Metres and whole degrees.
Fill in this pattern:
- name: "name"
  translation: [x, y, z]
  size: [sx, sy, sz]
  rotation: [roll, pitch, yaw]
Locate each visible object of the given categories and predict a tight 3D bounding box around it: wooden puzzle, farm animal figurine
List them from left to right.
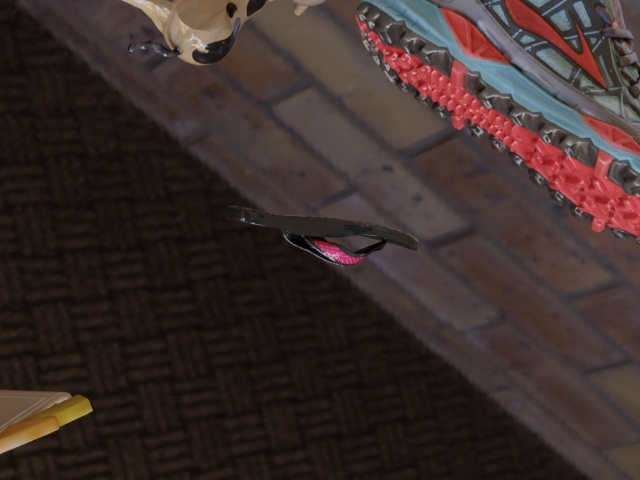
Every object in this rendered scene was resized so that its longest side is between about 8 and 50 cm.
- name: "wooden puzzle"
  translation: [-0.153, 0.085, 0.687]
  size: [0.078, 0.116, 0.014]
  rotation: [-26, 105, -33]
- name: "farm animal figurine"
  translation: [-0.010, -0.313, 1.344]
  size: [0.172, 0.330, 0.327]
  rotation: [33, 31, 11]

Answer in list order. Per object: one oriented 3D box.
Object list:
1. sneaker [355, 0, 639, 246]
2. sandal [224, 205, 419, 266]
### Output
- name: "sneaker"
  translation: [0.153, -0.100, 0.917]
  size: [0.262, 0.104, 0.125]
  rotation: [37, 79, 9]
- name: "sandal"
  translation: [0.000, 0.000, 1.314]
  size: [0.179, 0.067, 0.040]
  rotation: [7, 89, -30]
